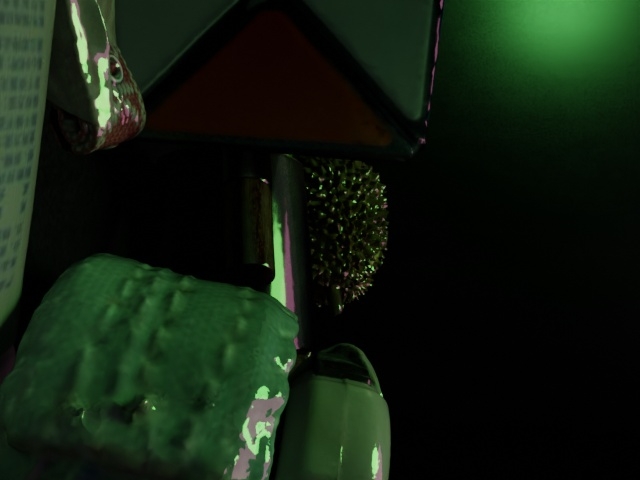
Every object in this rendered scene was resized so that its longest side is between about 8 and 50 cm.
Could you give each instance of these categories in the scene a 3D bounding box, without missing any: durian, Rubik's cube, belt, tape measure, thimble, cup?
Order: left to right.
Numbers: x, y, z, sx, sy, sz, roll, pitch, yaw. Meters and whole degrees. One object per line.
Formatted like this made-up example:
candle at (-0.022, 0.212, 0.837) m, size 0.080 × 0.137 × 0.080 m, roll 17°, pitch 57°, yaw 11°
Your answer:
belt at (-0.135, -0.162, 0.378) m, size 0.053 × 0.071 × 0.232 m, roll -78°, pitch 168°, yaw -72°
thimble at (-0.099, 0.116, 0.442) m, size 0.235 × 0.143 × 0.198 m, roll 108°, pitch -6°, yaw -71°
cup at (-0.062, 0.011, 0.666) m, size 0.239 × 0.166 × 0.177 m, roll -11°, pitch -106°, yaw 52°
Rubik's cube at (-0.029, -0.220, 0.585) m, size 0.248 × 0.250 × 0.246 m, roll -84°, pitch 177°, yaw -63°
tape measure at (-0.002, 0.203, 0.633) m, size 0.236 × 0.120 × 0.197 m, roll -83°, pitch -173°, yaw -48°
durian at (0.000, 0.000, 0.829) m, size 0.196 × 0.167 × 0.196 m, roll 168°, pitch -90°, yaw -88°

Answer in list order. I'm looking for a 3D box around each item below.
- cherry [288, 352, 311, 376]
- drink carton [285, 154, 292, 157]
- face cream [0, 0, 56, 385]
cherry at (-0.052, 0.315, 1.238) m, size 0.261 × 0.221 × 0.307 m, roll 44°, pitch 68°, yaw -83°
drink carton at (-0.085, -0.130, 0.936) m, size 0.271 × 0.108 × 0.161 m, roll 89°, pitch 6°, yaw -60°
face cream at (-0.132, -0.076, 0.259) m, size 0.235 × 0.137 × 0.420 m, roll -96°, pitch -163°, yaw -74°
